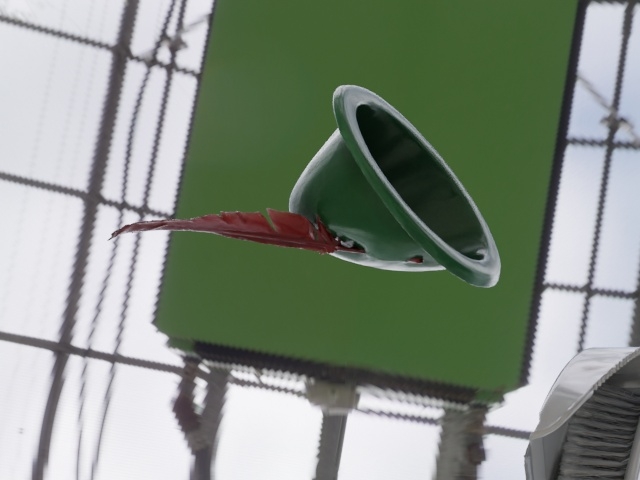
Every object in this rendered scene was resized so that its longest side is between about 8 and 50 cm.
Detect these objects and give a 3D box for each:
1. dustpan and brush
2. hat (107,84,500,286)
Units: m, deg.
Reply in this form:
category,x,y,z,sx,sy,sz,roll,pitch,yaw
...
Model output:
category,x,y,z,sx,sy,sz,roll,pitch,yaw
dustpan and brush,0.172,0.090,0.837,0.060,0.147,0.211,7,-139,23
hat,0.000,0.000,1.161,0.183,0.173,0.208,-39,-85,20
